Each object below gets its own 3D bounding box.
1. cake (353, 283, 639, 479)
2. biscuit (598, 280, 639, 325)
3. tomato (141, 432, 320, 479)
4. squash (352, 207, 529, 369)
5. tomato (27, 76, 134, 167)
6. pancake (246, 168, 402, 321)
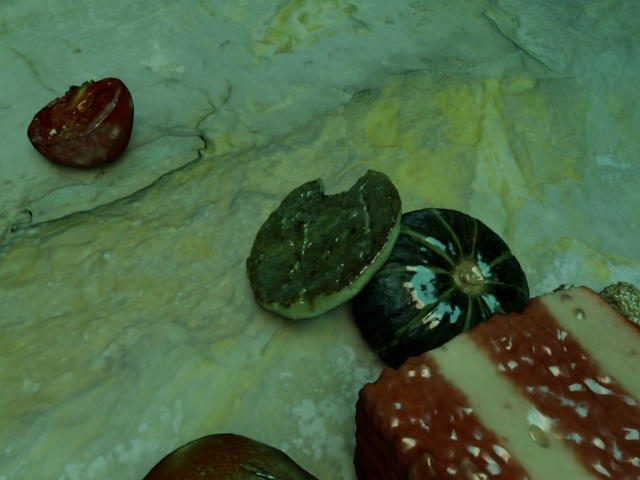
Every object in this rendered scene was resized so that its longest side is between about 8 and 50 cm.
[{"bbox_3d":[0.227,0.248,0.493,0.319,0.270,0.269,-20,48,-18],"label":"cake"},{"bbox_3d":[0.532,0.146,0.802,0.070,0.082,0.168,-32,78,-17],"label":"biscuit"},{"bbox_3d":[-0.068,0.328,0.434,0.303,0.239,0.304,9,60,-15],"label":"tomato"},{"bbox_3d":[0.170,0.074,0.689,0.252,0.165,0.252,7,64,-14],"label":"squash"},{"bbox_3d":[-0.346,-0.167,0.726,0.159,0.091,0.139,-13,52,8],"label":"tomato"},{"bbox_3d":[0.000,0.000,0.677,0.253,0.037,0.254,-20,47,23],"label":"pancake"}]
